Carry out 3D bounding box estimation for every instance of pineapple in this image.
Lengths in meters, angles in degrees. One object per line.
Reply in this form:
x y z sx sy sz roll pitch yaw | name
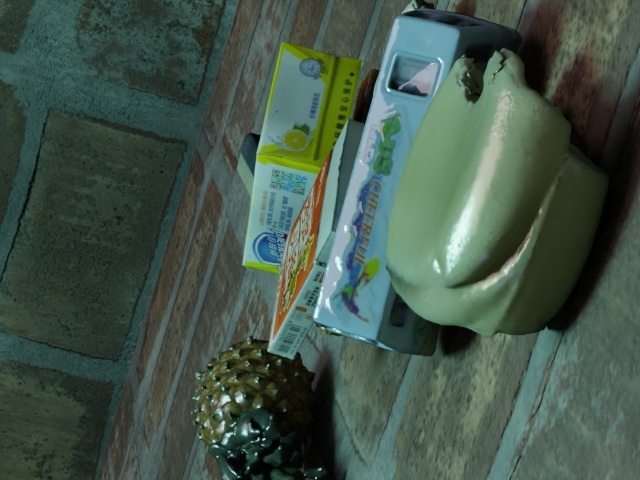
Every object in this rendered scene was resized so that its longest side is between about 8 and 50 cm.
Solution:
-0.066 0.256 1.998 0.364 0.166 0.165 -103 30 -60 | pineapple

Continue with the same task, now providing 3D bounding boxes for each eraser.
0.000 0.000 1.847 0.230 0.038 0.157 118 165 -50 | eraser

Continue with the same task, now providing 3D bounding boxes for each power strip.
-0.049 -0.088 2.417 0.256 0.105 0.070 -117 44 -73 | power strip

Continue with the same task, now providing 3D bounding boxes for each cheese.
0.147 -0.044 1.467 0.266 0.127 0.233 -123 49 -72 | cheese

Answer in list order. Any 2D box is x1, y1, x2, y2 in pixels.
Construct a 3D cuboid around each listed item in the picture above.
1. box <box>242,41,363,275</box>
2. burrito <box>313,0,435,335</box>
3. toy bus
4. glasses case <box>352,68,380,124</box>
-0.024 -0.086 2.068 0.265 0.097 0.168 102 179 -61 | box
0.063 -0.076 1.942 0.117 0.076 0.392 -9 -63 -74 | burrito
0.088 -0.060 1.656 0.136 0.109 0.329 12 -87 -61 | toy bus
0.055 -0.087 2.083 0.075 0.049 0.218 130 153 -73 | glasses case
